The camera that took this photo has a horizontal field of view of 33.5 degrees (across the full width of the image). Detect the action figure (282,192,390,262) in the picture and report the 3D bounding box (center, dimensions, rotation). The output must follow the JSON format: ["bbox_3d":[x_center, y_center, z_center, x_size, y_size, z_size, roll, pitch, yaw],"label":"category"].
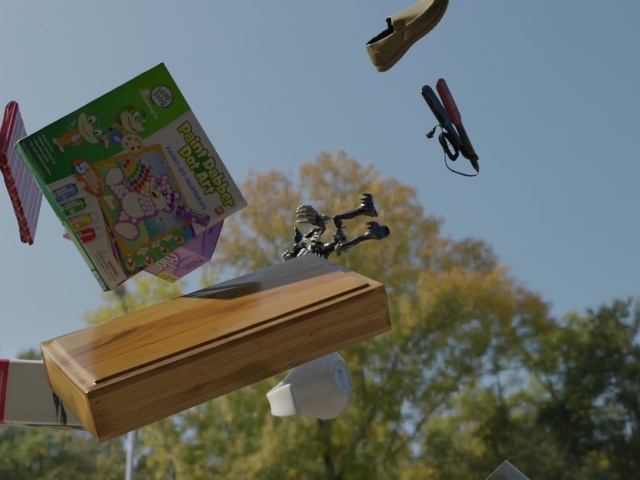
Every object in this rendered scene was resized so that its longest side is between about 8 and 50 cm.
[{"bbox_3d":[0.000,0.000,2.221,0.275,0.164,0.141,-30,-34,28],"label":"action figure"}]

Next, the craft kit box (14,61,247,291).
[{"bbox_3d":[-0.272,-0.093,1.549,0.246,0.250,0.061,-35,9,-24],"label":"craft kit box"}]

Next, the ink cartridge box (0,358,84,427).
[{"bbox_3d":[-0.422,0.249,1.696,0.237,0.100,0.172,4,-13,-7],"label":"ink cartridge box"}]

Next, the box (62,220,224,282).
[{"bbox_3d":[-0.335,-0.035,2.015,0.243,0.117,0.213,24,-23,-20],"label":"box"}]

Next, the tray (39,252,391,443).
[{"bbox_3d":[-0.136,0.124,1.389,0.410,0.076,0.203,-19,20,-26],"label":"tray"}]

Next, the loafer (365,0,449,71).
[{"bbox_3d":[0.120,-0.302,1.488,0.050,0.056,0.148,40,-83,-22],"label":"loafer"}]

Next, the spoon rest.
[{"bbox_3d":[-0.020,0.264,1.898,0.084,0.137,0.276,-17,-4,24],"label":"spoon rest"}]

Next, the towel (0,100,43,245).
[{"bbox_3d":[-0.674,-0.151,2.382,0.031,0.199,0.275,-4,-47,0],"label":"towel"}]

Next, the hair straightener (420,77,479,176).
[{"bbox_3d":[0.274,-0.233,2.283,0.089,0.047,0.230,-16,-67,40],"label":"hair straightener"}]

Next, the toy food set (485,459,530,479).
[{"bbox_3d":[0.327,0.552,1.873,0.306,0.219,0.092,-35,-24,-37],"label":"toy food set"}]
